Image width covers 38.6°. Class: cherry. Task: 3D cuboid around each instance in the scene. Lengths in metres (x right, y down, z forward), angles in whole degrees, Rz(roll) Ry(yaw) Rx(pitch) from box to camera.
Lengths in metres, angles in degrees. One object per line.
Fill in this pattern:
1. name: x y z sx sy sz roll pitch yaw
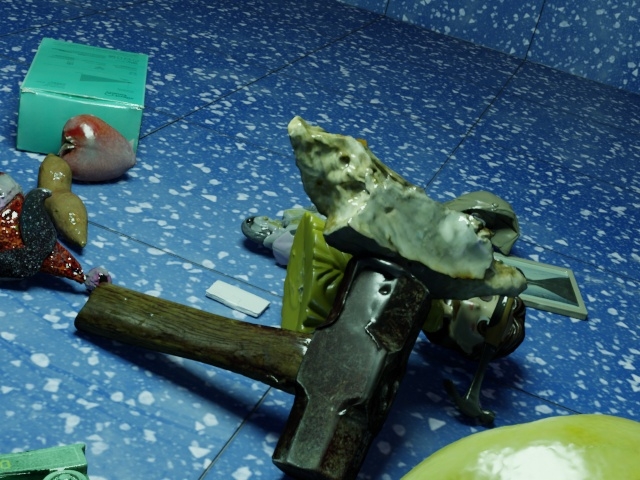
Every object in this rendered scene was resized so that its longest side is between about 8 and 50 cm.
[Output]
1. cherry: -0.367 -0.141 1.466 0.087 0.106 0.126 12 -20 49

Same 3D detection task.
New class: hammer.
1. hammer: -0.100 0.114 1.029 0.409 0.242 0.095 11 -22 27
2. hammer: 0.210 0.123 1.138 0.078 0.200 0.021 28 -17 -19

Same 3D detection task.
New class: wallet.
1. wallet: -0.113 0.079 1.246 0.083 0.011 0.044 22 27 14

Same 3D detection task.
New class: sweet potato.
1. sweet potato: -0.375 -0.053 1.323 0.051 0.065 0.218 21 27 -43

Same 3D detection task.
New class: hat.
1. hat: 0.264 -0.056 1.585 0.147 0.084 0.175 23 14 -10
2. hat: -0.373 0.014 1.165 0.227 0.129 0.140 32 68 -2

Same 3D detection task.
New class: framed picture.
1. framed picture: 0.326 0.065 1.496 0.203 0.015 0.150 14 26 -2

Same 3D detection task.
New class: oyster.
1. oyster: 0.084 -0.012 1.035 0.341 0.110 0.166 35 -14 -38

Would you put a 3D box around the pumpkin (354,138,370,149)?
1. pumpkin: 0.050 -0.155 1.727 0.083 0.074 0.054 -8 32 -38

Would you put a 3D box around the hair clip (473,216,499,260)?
1. hair clip: 0.186 0.031 1.410 0.146 0.075 0.257 45 52 15

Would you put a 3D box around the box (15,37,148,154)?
1. box: -0.417 -0.253 1.630 0.205 0.118 0.311 5 27 -13

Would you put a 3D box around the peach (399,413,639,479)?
1. peach: 0.184 0.277 0.680 0.316 0.314 0.281 -33 20 -3

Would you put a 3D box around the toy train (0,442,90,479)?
1. toy train: -0.277 0.228 0.803 0.172 0.070 0.099 -2 23 -28

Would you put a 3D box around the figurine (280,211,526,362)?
1. figurine: 0.119 0.083 1.179 0.316 0.168 0.187 11 37 -13

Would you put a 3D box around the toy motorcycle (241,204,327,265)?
1. toy motorcycle: 0.000 0.000 1.394 0.225 0.073 0.152 -3 33 -30
